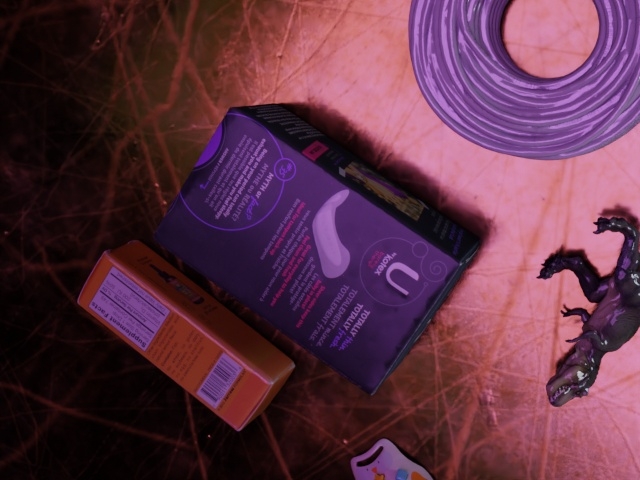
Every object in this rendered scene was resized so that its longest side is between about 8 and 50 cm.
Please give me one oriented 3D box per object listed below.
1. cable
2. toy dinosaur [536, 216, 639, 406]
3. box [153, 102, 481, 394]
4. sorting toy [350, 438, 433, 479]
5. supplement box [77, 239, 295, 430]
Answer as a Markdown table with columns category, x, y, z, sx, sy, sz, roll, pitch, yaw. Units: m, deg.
| category | x | y | z | sx | sy | sz | roll | pitch | yaw |
| --- | --- | --- | --- | --- | --- | --- | --- | --- | --- |
| cable | 0.213 | -0.206 | 1.088 | 0.257 | 0.089 | 0.257 | -6 | 97 | 18 |
| toy dinosaur | 0.291 | 0.038 | 1.115 | 0.118 | 0.064 | 0.268 | 39 | 107 | -7 |
| box | 0.000 | 0.000 | 1.152 | 0.270 | 0.143 | 0.165 | 35 | 106 | 9 |
| sorting toy | 0.068 | 0.257 | 1.230 | 0.083 | 0.045 | 0.075 | -38 | 67 | 18 |
| supplement box | -0.147 | 0.100 | 1.247 | 0.233 | 0.078 | 0.080 | 39 | 110 | 9 |
